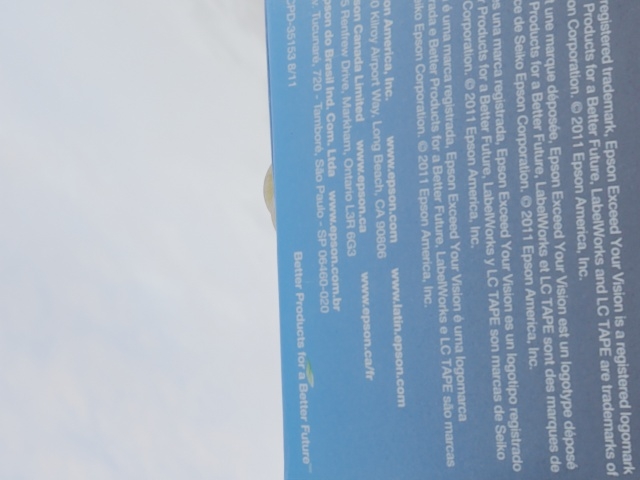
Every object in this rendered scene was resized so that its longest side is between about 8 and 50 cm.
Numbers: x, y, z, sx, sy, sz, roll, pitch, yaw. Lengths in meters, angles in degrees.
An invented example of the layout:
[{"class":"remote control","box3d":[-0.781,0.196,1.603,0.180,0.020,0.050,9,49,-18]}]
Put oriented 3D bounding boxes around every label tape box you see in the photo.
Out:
[{"class":"label tape box","box3d":[0.146,-0.012,0.571,0.115,0.347,0.249,4,-97,-57]}]

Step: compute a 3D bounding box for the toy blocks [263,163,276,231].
[{"class":"toy blocks","box3d":[0.000,0.000,0.775,0.148,0.054,0.123,-123,16,-76]}]
